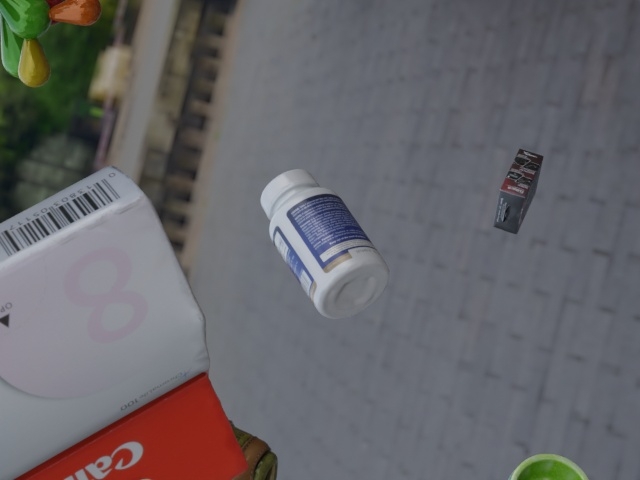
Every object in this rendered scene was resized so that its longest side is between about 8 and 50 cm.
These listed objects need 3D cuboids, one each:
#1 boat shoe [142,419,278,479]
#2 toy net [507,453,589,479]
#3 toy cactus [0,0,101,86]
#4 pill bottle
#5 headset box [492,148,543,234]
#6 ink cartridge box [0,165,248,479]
[{"bbox_3d":[-0.119,0.276,1.377,0.111,0.104,0.307,-41,-29,-68],"label":"boat shoe"},{"bbox_3d":[0.194,0.279,1.370,0.232,0.122,0.045,55,155,15],"label":"toy net"},{"bbox_3d":[-0.219,-0.204,1.165,0.219,0.112,0.180,50,-156,-50],"label":"toy cactus"},{"bbox_3d":[0.000,0.000,1.478,0.120,0.067,0.067,56,140,34],"label":"pill bottle"},{"bbox_3d":[0.224,-0.053,2.087,0.062,0.032,0.083,95,-161,-47],"label":"headset box"},{"bbox_3d":[-0.143,0.098,0.991,0.066,0.189,0.232,41,157,57],"label":"ink cartridge box"}]
